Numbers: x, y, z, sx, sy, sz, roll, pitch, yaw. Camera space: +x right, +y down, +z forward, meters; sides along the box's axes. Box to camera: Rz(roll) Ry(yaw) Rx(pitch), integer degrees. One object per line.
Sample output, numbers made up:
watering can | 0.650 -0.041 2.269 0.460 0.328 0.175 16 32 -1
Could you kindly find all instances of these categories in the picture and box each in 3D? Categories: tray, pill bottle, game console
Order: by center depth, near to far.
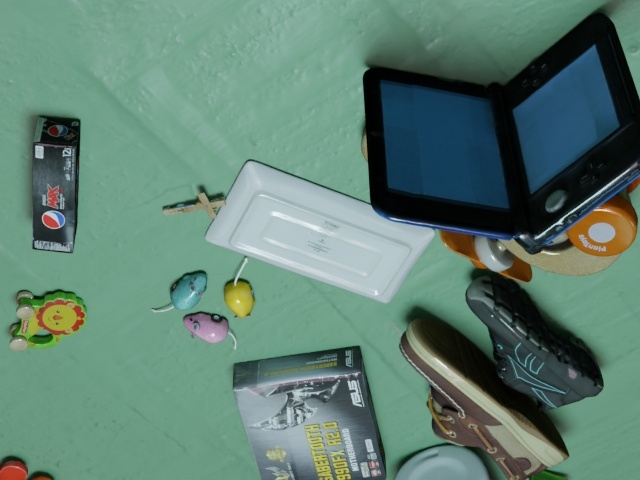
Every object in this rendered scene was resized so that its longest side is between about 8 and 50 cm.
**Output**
game console | 0.195 -0.141 1.555 0.173 0.293 0.250 36 120 -27
tray | 0.000 0.000 1.839 0.270 0.030 0.145 20 126 -16
pill bottle | 0.215 0.446 2.131 0.152 0.152 0.272 -16 128 12

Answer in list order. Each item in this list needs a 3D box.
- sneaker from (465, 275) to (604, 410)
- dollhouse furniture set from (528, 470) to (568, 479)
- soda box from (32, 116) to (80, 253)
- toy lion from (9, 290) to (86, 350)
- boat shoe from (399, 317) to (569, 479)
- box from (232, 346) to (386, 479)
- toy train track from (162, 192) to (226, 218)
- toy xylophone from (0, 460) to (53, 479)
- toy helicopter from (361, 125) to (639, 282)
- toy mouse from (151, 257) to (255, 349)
sneaker | 0.271 0.150 1.922 0.106 0.101 0.267 -33 122 26
dollhouse furniture set | 0.324 0.419 2.168 0.059 0.076 0.151 18 126 1
soda box | -0.326 -0.067 1.758 0.053 0.060 0.169 5 129 -7
toy lion | -0.366 0.109 1.925 0.096 0.034 0.100 7 130 -17
boat shoe | 0.205 0.237 1.975 0.123 0.123 0.342 -39 127 16
box | -0.012 0.261 2.036 0.183 0.056 0.231 -8 129 5
toy train track | -0.160 -0.045 1.810 0.083 0.014 0.048 -9 136 14
toy xylophone | -0.428 0.465 2.182 0.323 0.081 0.236 30 123 -23
toy helicopter | 0.209 -0.055 1.759 0.355 0.140 0.235 24 135 -6
toy mouse | -0.158 0.096 1.912 0.143 0.031 0.161 -4 131 4
